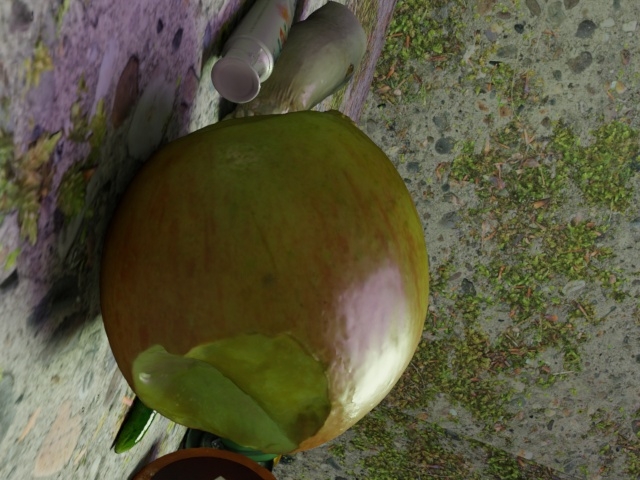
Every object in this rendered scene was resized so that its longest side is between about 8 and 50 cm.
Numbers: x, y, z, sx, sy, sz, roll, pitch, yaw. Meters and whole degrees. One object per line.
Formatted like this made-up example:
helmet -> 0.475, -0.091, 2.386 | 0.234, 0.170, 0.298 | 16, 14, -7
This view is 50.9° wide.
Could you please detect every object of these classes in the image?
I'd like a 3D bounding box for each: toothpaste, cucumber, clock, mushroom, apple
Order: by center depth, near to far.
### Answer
apple -> -0.056, 0.027, 0.689 | 0.339, 0.339, 0.340 | 20, 90, -86
toothpaste -> -0.066, -0.291, 0.884 | 0.323, 0.066, 0.100 | -74, 180, -45
cucumber -> -0.255, 0.240, 0.999 | 0.039, 0.039, 0.168 | 102, 11, -62
mushroom -> -0.032, -0.256, 1.036 | 0.177, 0.126, 0.397 | -47, -174, 29
clock -> -0.211, 0.491, 1.534 | 0.042, 0.214, 0.215 | -57, -175, 35

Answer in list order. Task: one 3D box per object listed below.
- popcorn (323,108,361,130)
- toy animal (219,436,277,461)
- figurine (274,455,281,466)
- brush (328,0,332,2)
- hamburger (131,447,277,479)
popcorn -> 0.001, -0.135, 1.031 | 0.145, 0.126, 0.126 | -24, 163, -47
toy animal -> -0.162, 0.333, 1.467 | 0.216, 0.191, 0.339 | -105, -170, -60
figurine -> -0.128, 0.390, 1.800 | 0.387, 0.268, 0.401 | -58, 169, 18
brush -> 0.016, -0.458, 1.478 | 0.205, 0.011, 0.083 | -33, 142, -84
hamburger -> -0.202, 0.538, 1.147 | 0.330, 0.329, 0.250 | -58, 163, -71
